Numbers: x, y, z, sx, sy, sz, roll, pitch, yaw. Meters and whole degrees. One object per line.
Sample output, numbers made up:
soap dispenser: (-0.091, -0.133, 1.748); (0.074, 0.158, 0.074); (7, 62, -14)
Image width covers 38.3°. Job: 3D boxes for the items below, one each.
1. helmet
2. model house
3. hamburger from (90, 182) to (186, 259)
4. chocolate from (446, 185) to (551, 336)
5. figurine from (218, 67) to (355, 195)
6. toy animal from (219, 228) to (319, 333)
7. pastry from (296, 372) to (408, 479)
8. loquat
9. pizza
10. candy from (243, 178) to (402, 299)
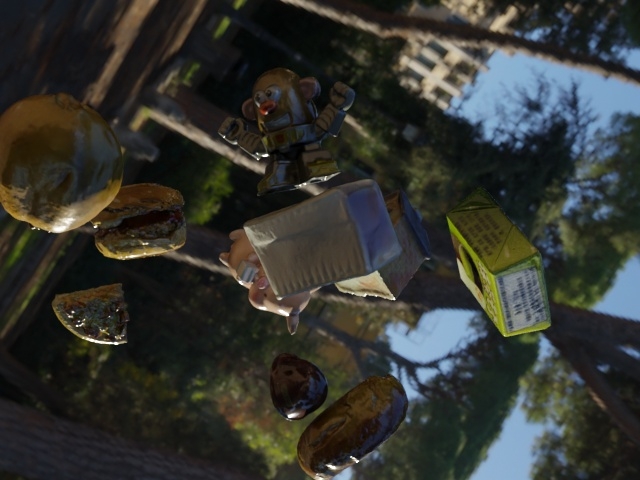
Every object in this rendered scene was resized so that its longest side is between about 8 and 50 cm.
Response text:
helmet: (-0.041, 0.359, 2.319); (0.106, 0.175, 0.155); (-23, 170, 42)
model house: (0.154, -0.008, 2.676); (0.312, 0.245, 0.280); (8, -129, 49)
hamburger: (-0.427, -0.041, 2.184); (0.244, 0.244, 0.163); (-101, -170, -74)
chocolate: (0.452, 0.064, 2.357); (0.137, 0.301, 0.289); (-27, -136, -4)
figurine: (-0.078, -0.267, 2.180); (0.167, 0.343, 0.285); (35, 44, -86)
toy animal: (-0.136, 0.092, 2.550); (0.195, 0.213, 0.256); (-57, -142, 19)
pastry: (0.083, 0.493, 2.443); (0.356, 0.164, 0.356); (-39, 173, -5)
loquat: (-0.394, -0.112, 1.366); (0.176, 0.187, 0.234); (-53, 162, -54)
pizza: (-0.434, 0.140, 1.793); (0.134, 0.175, 0.046); (-53, -144, 16)
candy: (0.000, -0.003, 2.125); (0.145, 0.208, 0.359); (-27, -175, -43)
